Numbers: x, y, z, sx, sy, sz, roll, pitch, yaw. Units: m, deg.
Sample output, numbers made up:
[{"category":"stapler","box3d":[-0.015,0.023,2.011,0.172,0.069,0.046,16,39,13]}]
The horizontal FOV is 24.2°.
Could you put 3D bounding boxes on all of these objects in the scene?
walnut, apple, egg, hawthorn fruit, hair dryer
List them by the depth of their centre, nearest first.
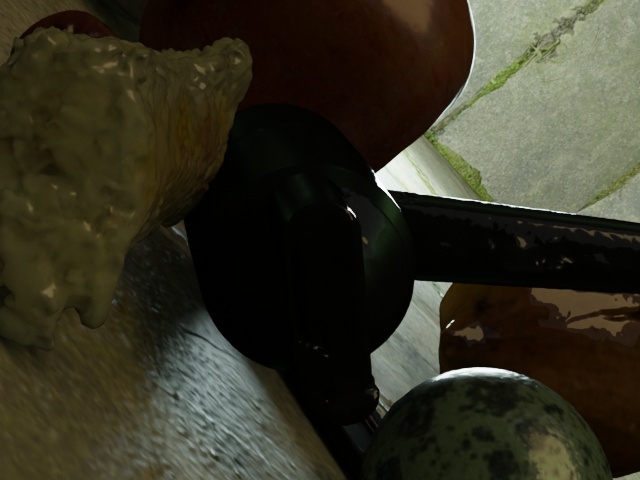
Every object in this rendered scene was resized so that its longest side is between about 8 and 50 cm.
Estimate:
[{"category":"egg","box3d":[0.086,0.143,0.759,0.132,0.132,0.172,44,23,-36]},{"category":"hair dryer","box3d":[0.081,0.011,0.803,0.302,0.116,0.244,3,16,-11]},{"category":"hawthorn fruit","box3d":[-0.133,-0.086,0.811,0.077,0.077,0.077,49,9,-11]},{"category":"apple","box3d":[-0.016,-0.148,1.100,0.253,0.253,0.253,49,9,-11]},{"category":"walnut","box3d":[0.209,0.105,1.321,0.336,0.209,0.209,16,33,-49]}]

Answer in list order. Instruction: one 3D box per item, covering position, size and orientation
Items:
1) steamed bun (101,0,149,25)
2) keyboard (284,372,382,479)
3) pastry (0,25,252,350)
[{"category":"steamed bun","box3d":[-0.136,-0.248,1.244,0.183,0.106,0.183,33,41,-34]},{"category":"keyboard","box3d":[0.015,0.106,0.917,0.309,0.018,0.101,55,12,26]},{"category":"pastry","box3d":[-0.092,-0.047,0.680,0.089,0.121,0.258,27,14,-2]}]
